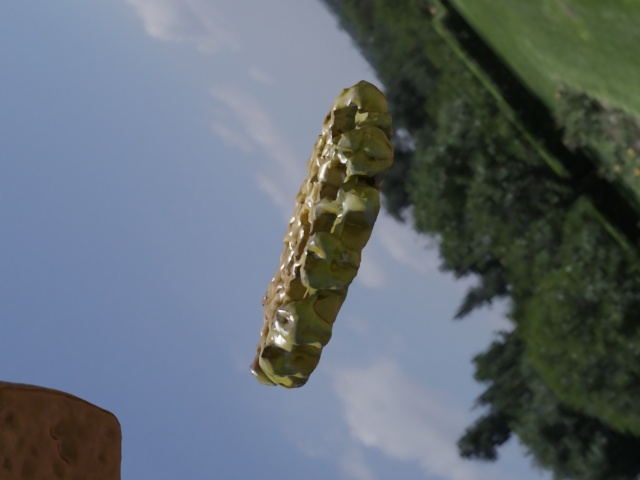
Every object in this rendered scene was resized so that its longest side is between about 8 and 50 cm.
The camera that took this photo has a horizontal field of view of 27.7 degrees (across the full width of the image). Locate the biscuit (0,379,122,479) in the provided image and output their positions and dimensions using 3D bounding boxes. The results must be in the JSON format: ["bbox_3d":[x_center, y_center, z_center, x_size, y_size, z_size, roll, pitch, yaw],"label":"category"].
[{"bbox_3d":[-0.107,0.194,0.409,0.284,0.043,0.306,31,-130,-48],"label":"biscuit"}]

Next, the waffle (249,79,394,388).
[{"bbox_3d":[0.001,-0.003,0.737,0.038,0.191,0.191,18,-168,-5],"label":"waffle"}]
